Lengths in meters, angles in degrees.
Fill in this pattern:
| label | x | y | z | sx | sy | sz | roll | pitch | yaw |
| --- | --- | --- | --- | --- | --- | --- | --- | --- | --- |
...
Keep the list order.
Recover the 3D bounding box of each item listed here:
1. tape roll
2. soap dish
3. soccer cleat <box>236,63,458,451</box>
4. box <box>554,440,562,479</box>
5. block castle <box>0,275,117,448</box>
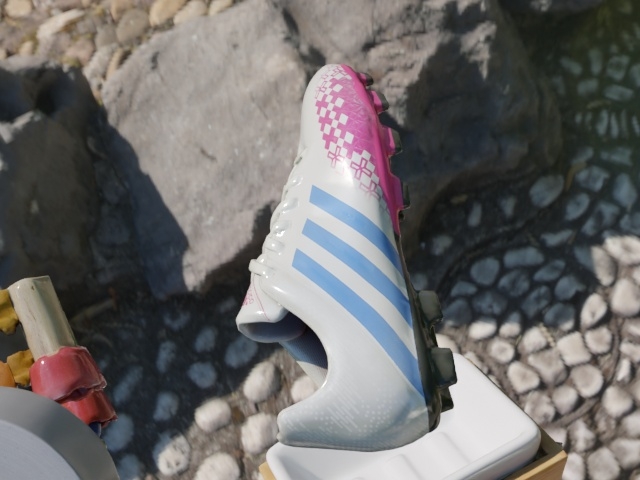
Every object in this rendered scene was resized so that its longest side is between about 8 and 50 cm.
| label | x | y | z | sx | sy | sz | roll | pitch | yaw |
| --- | --- | --- | --- | --- | --- | --- | --- | --- | --- |
| tape roll | -0.287 | 0.241 | 0.894 | 0.219 | 0.072 | 0.219 | 1 | 103 | 6 |
| soap dish | 0.100 | 0.267 | 1.149 | 0.290 | 0.118 | 0.229 | -26 | 28 | -11 |
| soccer cleat | 0.000 | 0.000 | 0.765 | 0.143 | 0.116 | 0.331 | -10 | 57 | -3 |
| box | 0.311 | 0.415 | 1.531 | 0.045 | 0.184 | 0.191 | 5 | 99 | 36 |
| block castle | -0.438 | 0.234 | 1.367 | 0.303 | 0.453 | 0.213 | -22 | 79 | -15 |
